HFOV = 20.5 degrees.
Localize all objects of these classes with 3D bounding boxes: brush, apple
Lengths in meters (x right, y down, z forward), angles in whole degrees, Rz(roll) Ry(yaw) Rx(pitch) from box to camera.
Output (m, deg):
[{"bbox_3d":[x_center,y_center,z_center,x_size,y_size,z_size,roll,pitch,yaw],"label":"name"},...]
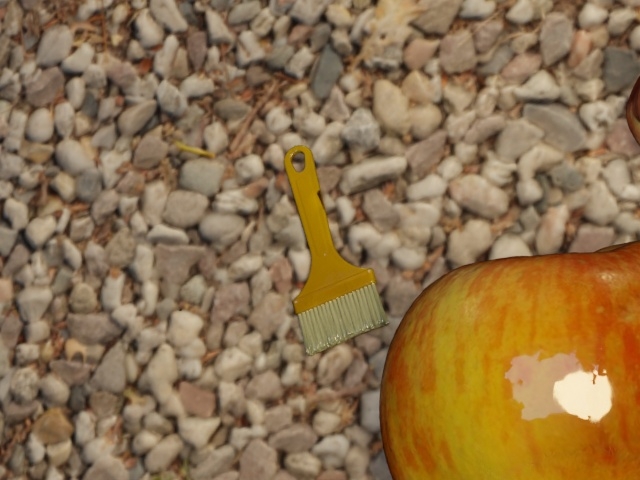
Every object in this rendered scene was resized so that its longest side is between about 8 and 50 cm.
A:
[{"bbox_3d":[0.000,0.000,1.630,0.083,0.011,0.205,-23,65,17],"label":"brush"},{"bbox_3d":[0.195,0.139,1.346,0.302,0.301,0.301,-8,70,22],"label":"apple"}]

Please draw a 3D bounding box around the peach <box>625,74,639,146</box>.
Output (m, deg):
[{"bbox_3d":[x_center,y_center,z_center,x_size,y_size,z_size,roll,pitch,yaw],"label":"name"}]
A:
[{"bbox_3d":[0.335,-0.113,1.447,0.152,0.152,0.152,-8,70,22],"label":"peach"}]
